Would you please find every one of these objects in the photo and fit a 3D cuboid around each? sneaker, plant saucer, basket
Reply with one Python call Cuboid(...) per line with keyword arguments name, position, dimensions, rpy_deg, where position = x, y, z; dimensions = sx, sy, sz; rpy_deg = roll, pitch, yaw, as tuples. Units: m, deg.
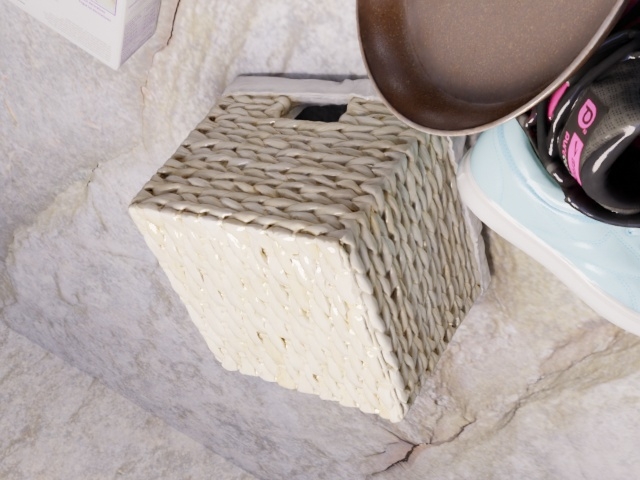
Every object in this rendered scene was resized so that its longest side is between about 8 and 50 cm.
Cuboid(name="sneaker", position=(0.233, -0.130, 0.613), dimensions=(0.483, 0.202, 0.185), rpy_deg=(27, 139, 40))
Cuboid(name="plant saucer", position=(0.137, -0.232, 0.596), dimensions=(0.050, 0.310, 0.311), rpy_deg=(7, 161, -34))
Cuboid(name="basket", position=(0.000, 0.000, 0.963), dimensions=(0.329, 0.266, 0.331), rpy_deg=(11, 138, 32))
Cuboid(name="sneaker", position=(0.318, -0.014, 0.794), dimensions=(0.366, 0.135, 0.150), rpy_deg=(30, 150, 5))

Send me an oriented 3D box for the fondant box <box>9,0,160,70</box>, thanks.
Cuboid(name="fondant box", position=(-0.290, -0.386, 0.874), dimensions=(0.238, 0.096, 0.330), rpy_deg=(33, 147, 1))
